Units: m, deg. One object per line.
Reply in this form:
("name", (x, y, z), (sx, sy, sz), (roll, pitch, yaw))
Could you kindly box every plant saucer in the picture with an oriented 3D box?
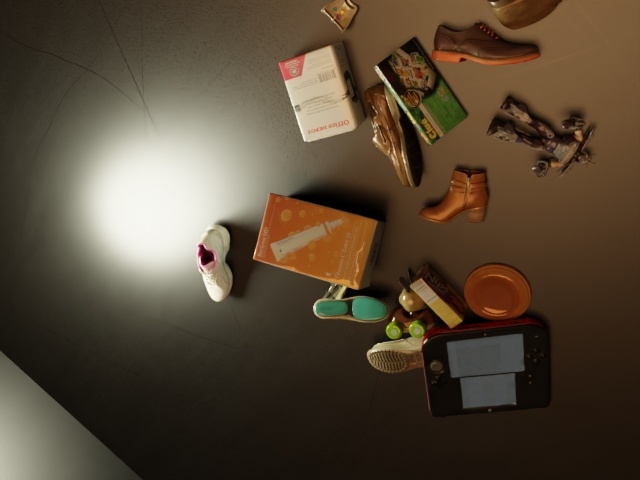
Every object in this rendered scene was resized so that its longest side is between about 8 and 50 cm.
("plant saucer", (0.538, 0.166, 1.826), (0.199, 0.037, 0.200), (9, 119, 18))

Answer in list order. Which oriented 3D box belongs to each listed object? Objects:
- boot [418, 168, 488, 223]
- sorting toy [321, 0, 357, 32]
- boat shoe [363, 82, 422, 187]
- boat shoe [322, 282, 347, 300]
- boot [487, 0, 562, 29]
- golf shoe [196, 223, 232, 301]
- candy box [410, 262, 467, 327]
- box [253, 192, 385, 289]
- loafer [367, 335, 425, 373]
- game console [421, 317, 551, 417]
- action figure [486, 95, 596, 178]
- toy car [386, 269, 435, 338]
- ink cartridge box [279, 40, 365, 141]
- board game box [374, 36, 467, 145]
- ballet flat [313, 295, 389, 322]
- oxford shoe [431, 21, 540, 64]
("boot", (0.382, -0.131, 1.725), (0.197, 0.073, 0.153), (-1, 116, 10))
("sorting toy", (0.059, -0.623, 1.631), (0.083, 0.045, 0.075), (46, 115, -4))
("boat shoe", (0.207, -0.294, 1.701), (0.104, 0.110, 0.308), (-10, 101, 30))
("boat shoe", (0.062, 0.132, 1.980), (0.073, 0.080, 0.224), (23, 126, 5))
("boot", (0.556, -0.615, 1.415), (0.305, 0.112, 0.115), (-24, 134, 26))
("golf shoe", (-0.387, 0.097, 2.114), (0.115, 0.140, 0.306), (8, 119, 17))
("candy box", (0.368, 0.169, 1.855), (0.187, 0.109, 0.053), (46, 122, -4))
("box", (0.000, 0.000, 1.846), (0.345, 0.168, 0.215), (15, 93, 15))
("loafer", (0.289, 0.375, 1.998), (0.268, 0.092, 0.102), (-8, 110, 23))
("game console", (0.523, 0.410, 1.886), (0.386, 0.060, 0.342), (-7, 112, 9))
("action figure", (0.585, -0.261, 1.561), (0.284, 0.099, 0.185), (27, 117, 4))
("toy car", (0.275, 0.193, 1.888), (0.148, 0.155, 0.189), (-7, 102, 25))
("ink cartridge box", (0.009, -0.423, 1.713), (0.171, 0.100, 0.237), (-10, 109, 26))
("board game box", (0.272, -0.399, 1.613), (0.136, 0.030, 0.260), (-38, 98, -12))
("ballet flat", (0.102, 0.225, 1.949), (0.248, 0.086, 0.086), (4, 116, 12))
("oxford shoe", (0.418, -0.498, 1.514), (0.271, 0.097, 0.099), (9, 112, 18))
